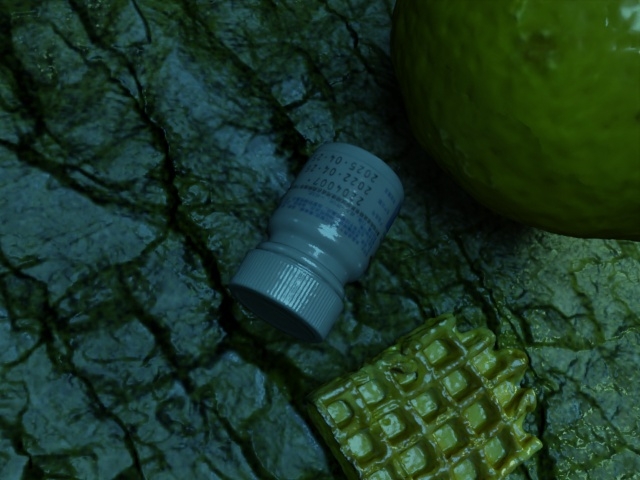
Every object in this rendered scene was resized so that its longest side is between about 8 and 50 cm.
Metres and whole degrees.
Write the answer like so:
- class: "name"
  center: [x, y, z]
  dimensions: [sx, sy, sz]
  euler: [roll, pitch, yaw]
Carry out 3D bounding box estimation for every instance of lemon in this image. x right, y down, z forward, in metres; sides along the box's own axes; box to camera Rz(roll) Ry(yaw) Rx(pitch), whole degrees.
- class: "lemon"
  center: [0.243, -0.164, 0.584]
  dimensions: [0.350, 0.349, 0.387]
  euler: [-19, 68, -17]

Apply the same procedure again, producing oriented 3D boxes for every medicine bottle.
- class: "medicine bottle"
  center: [0.000, 0.000, 0.615]
  dimensions: [0.105, 0.105, 0.168]
  euler: [33, 70, -3]

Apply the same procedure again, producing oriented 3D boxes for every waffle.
- class: "waffle"
  center: [0.111, 0.161, 0.621]
  dimensions: [0.211, 0.055, 0.160]
  euler: [-30, 85, -18]
